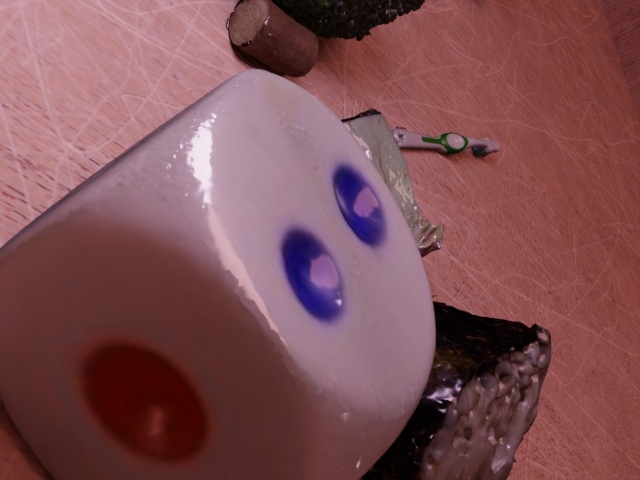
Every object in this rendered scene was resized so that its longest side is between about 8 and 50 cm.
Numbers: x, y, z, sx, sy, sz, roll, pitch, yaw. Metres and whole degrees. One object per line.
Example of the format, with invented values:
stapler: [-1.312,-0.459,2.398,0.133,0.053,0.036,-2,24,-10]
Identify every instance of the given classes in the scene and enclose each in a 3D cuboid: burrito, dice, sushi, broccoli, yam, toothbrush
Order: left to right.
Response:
dice: [-0.087,0.055,0.846,0.304,0.277,0.304,54,29,-11]
yam: [-0.061,-0.277,1.349,0.127,0.084,0.084,21,50,-48]
broccoli: [0.040,-0.429,1.410,0.317,0.277,0.338,63,33,-25]
burrito: [0.083,-0.072,1.413,0.144,0.089,0.228,-22,86,-47]
sushi: [0.125,0.198,1.141,0.349,0.208,0.234,-7,114,-59]
toothbrush: [0.234,-0.178,1.785,0.418,0.040,0.042,-3,72,-59]
